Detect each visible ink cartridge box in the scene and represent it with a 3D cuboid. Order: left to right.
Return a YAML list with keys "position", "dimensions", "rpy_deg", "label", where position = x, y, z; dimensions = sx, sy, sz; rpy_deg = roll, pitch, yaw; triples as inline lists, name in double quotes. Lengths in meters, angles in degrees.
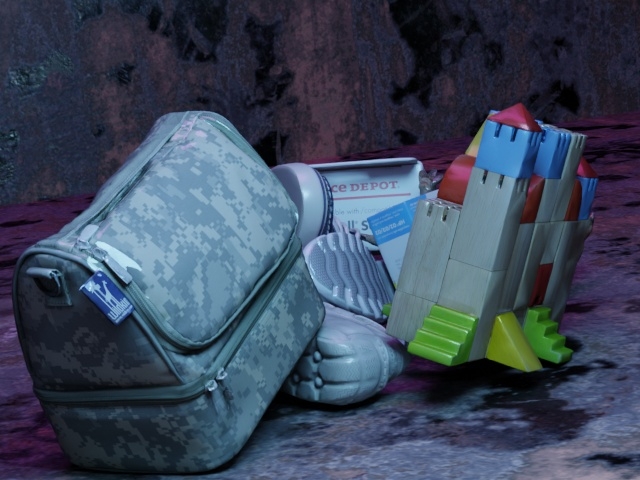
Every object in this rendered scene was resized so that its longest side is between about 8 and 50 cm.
- position: [0.046, -0.039, 2.378]
  dimensions: [0.207, 0.119, 0.353]
  rpy_deg: [-4, -3, 6]
  label: "ink cartridge box"
- position: [0.135, 0.038, 2.055]
  dimensions: [0.061, 0.181, 0.104]
  rpy_deg: [-24, -2, 33]
  label: "ink cartridge box"

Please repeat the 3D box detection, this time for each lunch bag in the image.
- position: [-0.153, 0.044, 1.671]
  dimensions: [0.212, 0.256, 0.305]
  rpy_deg: [-3, 30, 30]
  label: "lunch bag"

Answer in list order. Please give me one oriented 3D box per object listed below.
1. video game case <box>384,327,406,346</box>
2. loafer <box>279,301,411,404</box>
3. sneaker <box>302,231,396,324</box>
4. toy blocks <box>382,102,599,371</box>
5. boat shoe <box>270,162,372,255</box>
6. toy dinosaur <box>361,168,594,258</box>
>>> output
- position: [0.057, 0.122, 2.041]
  dimensions: [0.087, 0.011, 0.122]
  rpy_deg: [-6, 9, 7]
  label: "video game case"
- position: [-0.035, 0.112, 1.888]
  dimensions: [0.111, 0.112, 0.319]
  rpy_deg: [-7, 15, -39]
  label: "loafer"
- position: [0.023, 0.069, 2.024]
  dimensions: [0.115, 0.105, 0.281]
  rpy_deg: [-23, -19, 17]
  label: "sneaker"
- position: [0.199, -0.020, 1.856]
  dimensions: [0.190, 0.261, 0.381]
  rpy_deg: [18, 9, 24]
  label: "toy blocks"
- position: [0.000, 0.000, 2.143]
  dimensions: [0.158, 0.127, 0.340]
  rpy_deg: [-6, -21, -18]
  label: "boat shoe"
- position: [0.208, 0.006, 2.209]
  dimensions: [0.295, 0.200, 0.127]
  rpy_deg: [-20, 37, 6]
  label: "toy dinosaur"
